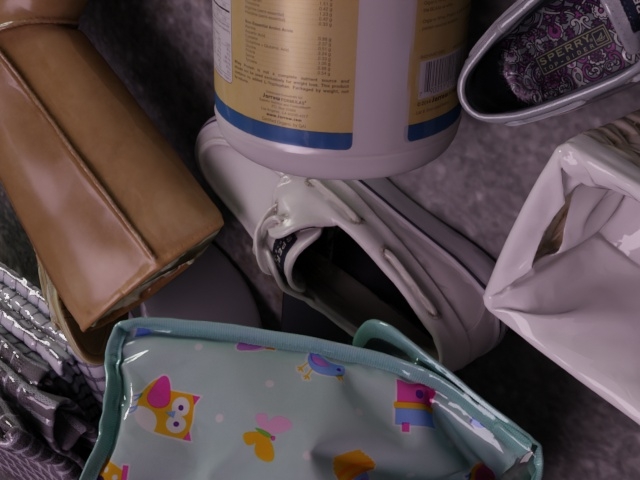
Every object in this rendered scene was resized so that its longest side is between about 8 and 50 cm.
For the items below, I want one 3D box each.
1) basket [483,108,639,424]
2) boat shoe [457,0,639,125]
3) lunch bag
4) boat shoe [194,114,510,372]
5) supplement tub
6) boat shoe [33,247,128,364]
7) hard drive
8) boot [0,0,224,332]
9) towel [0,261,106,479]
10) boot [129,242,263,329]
[{"bbox_3d":[0.188,0.022,0.505,0.167,0.103,0.113,39,132,23],"label":"basket"},{"bbox_3d":[0.157,-0.112,0.478,0.227,0.081,0.079,-30,90,47],"label":"boat shoe"},{"bbox_3d":[0.000,0.158,0.637,0.262,0.160,0.223,3,149,3],"label":"lunch bag"},{"bbox_3d":[0.000,0.000,0.676,0.267,0.088,0.096,39,133,21],"label":"boat shoe"},{"bbox_3d":[0.012,-0.149,0.548,0.144,0.144,0.200,22,124,33],"label":"supplement tub"},{"bbox_3d":[-0.189,0.025,0.769,0.048,0.056,0.153,-41,69,52],"label":"boat shoe"},{"bbox_3d":[0.026,0.083,0.742,0.135,0.022,0.094,25,127,31],"label":"hard drive"},{"bbox_3d":[-0.149,-0.110,0.711,0.236,0.089,0.269,-38,81,21],"label":"boot"},{"bbox_3d":[-0.301,0.140,0.962,0.283,0.121,0.235,29,147,28],"label":"towel"},{"bbox_3d":[-0.146,0.042,0.843,0.258,0.095,0.123,51,142,22],"label":"boot"}]
